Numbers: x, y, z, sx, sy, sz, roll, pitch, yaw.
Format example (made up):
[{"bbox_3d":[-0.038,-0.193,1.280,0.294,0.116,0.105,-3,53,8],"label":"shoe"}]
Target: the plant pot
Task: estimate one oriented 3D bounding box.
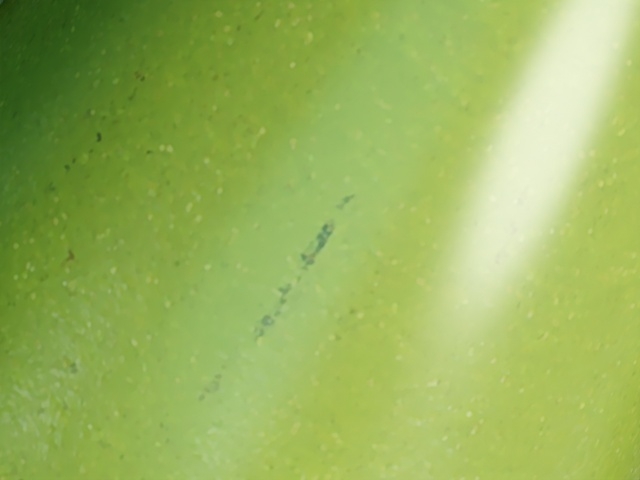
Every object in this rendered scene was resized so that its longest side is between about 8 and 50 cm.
[{"bbox_3d":[0.000,0.000,0.505,0.274,0.275,0.293,33,116,4],"label":"plant pot"}]
